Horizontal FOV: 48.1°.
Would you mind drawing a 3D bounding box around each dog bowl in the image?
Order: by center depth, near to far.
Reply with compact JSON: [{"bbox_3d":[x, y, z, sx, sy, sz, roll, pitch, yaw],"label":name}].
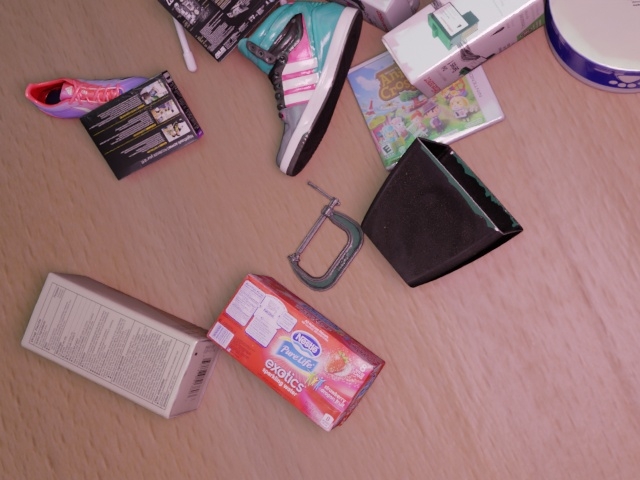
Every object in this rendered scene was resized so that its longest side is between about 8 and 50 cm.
[{"bbox_3d":[0.481,-0.367,1.095,0.265,0.104,0.265,-1,84,15],"label":"dog bowl"}]

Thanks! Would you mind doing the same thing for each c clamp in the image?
[{"bbox_3d":[0.000,0.000,1.235,0.137,0.022,0.160,30,91,11],"label":"c clamp"}]

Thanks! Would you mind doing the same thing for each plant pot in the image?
[{"bbox_3d":[0.178,-0.030,1.113,0.167,0.187,0.188,-45,75,20],"label":"plant pot"}]

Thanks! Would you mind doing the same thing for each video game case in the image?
[{"bbox_3d":[0.173,-0.246,1.208,0.212,0.023,0.193,-24,79,12],"label":"video game case"}]

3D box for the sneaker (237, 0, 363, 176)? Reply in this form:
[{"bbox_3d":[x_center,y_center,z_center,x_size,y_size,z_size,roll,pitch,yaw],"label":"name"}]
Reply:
[{"bbox_3d":[-0.062,-0.272,1.208,0.178,0.124,0.295,23,97,11],"label":"sneaker"}]

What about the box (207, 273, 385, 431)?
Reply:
[{"bbox_3d":[-0.037,0.178,1.171,0.257,0.122,0.128,35,94,15],"label":"box"}]

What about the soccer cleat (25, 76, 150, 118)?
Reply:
[{"bbox_3d":[-0.424,-0.268,1.334,0.248,0.095,0.083,0,85,15],"label":"soccer cleat"}]

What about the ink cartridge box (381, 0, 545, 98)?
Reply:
[{"bbox_3d":[0.221,-0.321,1.095,0.219,0.160,0.092,-32,82,18],"label":"ink cartridge box"}]

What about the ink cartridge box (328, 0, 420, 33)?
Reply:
[{"bbox_3d":[0.067,-0.426,1.200,0.175,0.127,0.072,33,95,16],"label":"ink cartridge box"}]

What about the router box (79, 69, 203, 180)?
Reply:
[{"bbox_3d":[-0.323,-0.207,1.299,0.179,0.046,0.133,-25,108,12],"label":"router box"}]

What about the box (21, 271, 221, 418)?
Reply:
[{"bbox_3d":[-0.345,0.177,1.255,0.311,0.121,0.148,23,91,16],"label":"box"}]

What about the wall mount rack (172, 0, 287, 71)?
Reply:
[{"bbox_3d":[-0.167,-0.482,1.277,0.350,0.130,0.304,-8,79,14],"label":"wall mount rack"}]

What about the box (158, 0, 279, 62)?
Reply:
[{"bbox_3d":[-0.156,-0.418,1.200,0.147,0.077,0.180,43,116,-15],"label":"box"}]
